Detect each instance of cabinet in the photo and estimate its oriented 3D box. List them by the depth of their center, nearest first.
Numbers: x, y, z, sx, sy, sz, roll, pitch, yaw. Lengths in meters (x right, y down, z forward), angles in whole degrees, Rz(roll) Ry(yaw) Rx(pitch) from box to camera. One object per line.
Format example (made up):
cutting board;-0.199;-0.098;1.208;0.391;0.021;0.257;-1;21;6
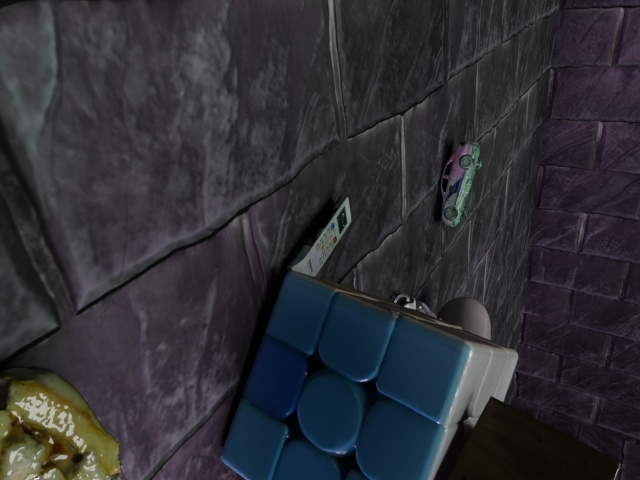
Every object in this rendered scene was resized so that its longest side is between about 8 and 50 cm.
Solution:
cabinet;0.212;0.329;0.538;0.215;0.148;0.175;-51;142;-21

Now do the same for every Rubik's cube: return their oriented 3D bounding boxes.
Rubik's cube;0.083;0.240;0.704;0.291;0.291;0.291;22;88;-57

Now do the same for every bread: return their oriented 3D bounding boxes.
bread;-0.236;0.155;0.380;0.156;0.102;0.111;9;81;-64

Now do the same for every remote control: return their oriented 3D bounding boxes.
remote control;0.000;0.000;0.758;0.166;0.029;0.065;-55;149;-32

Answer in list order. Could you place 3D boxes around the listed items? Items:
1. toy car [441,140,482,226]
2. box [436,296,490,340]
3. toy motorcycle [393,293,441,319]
toy car;0.360;-0.149;1.247;0.090;0.076;0.225;-8;115;-58
box;0.325;0.324;1.181;0.349;0.141;0.289;-56;161;-58
toy motorcycle;0.213;0.238;1.132;0.150;0.102;0.222;6;93;-38
